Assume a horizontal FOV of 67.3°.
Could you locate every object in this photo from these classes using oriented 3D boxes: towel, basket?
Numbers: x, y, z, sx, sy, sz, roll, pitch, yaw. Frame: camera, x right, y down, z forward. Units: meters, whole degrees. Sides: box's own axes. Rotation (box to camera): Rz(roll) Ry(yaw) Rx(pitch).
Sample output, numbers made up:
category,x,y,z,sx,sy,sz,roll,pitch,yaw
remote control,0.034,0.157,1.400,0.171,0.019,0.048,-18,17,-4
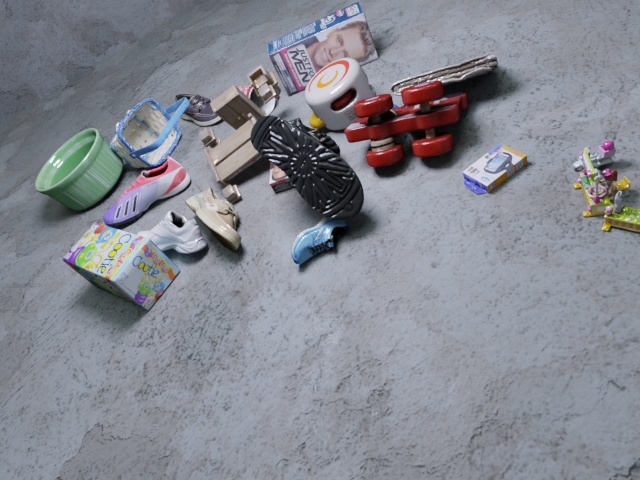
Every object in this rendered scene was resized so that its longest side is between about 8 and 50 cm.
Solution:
category,x,y,z,sx,sy,sz,roll,pitch,yaw
towel,0.345,-0.452,1.335,0.283,0.049,0.187,-10,12,22
basket,-0.613,-0.390,1.745,0.289,0.201,0.254,-10,45,35

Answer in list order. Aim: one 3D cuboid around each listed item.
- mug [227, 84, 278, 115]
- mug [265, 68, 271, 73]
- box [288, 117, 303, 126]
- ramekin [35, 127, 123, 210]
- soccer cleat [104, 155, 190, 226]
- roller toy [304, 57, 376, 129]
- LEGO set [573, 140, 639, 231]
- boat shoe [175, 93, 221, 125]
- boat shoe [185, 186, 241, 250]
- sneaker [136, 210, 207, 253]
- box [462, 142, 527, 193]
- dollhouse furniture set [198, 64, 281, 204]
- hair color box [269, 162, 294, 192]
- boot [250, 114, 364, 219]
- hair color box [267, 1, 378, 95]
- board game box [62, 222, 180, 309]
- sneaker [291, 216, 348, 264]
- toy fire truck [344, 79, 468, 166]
category,x,y,z,sx,sy,sz,roll,pitch,yaw
mug,-0.246,-0.507,1.747,0.169,0.150,0.113,19,98,44
mug,-0.219,-0.628,1.856,0.078,0.062,0.064,-15,37,7
box,-0.092,-0.336,1.511,0.084,0.062,0.052,-14,47,17
ramekin,-0.883,-0.256,1.787,0.304,0.148,0.303,-20,47,22
soccer cleat,-0.590,-0.161,1.582,0.318,0.116,0.108,-30,43,0
roller toy,0.062,-0.436,1.459,0.191,0.146,0.209,6,59,44
LEGO set,0.565,-0.094,0.892,0.132,0.107,0.287,-26,43,5
boat shoe,-0.476,-0.517,1.867,0.285,0.092,0.102,23,65,41
boat shoe,-0.284,-0.072,1.344,0.098,0.109,0.302,-41,38,-9
sneaker,-0.426,-0.030,1.361,0.232,0.115,0.090,1,20,22
box,0.396,-0.164,1.110,0.136,0.028,0.081,-36,43,-8
dollhouse furniture set,-0.195,-0.313,1.526,0.303,0.174,0.355,-34,63,14
hair color box,-0.108,-0.208,1.415,0.072,0.043,0.141,-17,45,14
boot,0.001,-0.192,1.249,0.348,0.260,0.131,46,105,11
hair color box,0.007,-0.663,1.679,0.348,0.173,0.105,-20,45,12
board game box,-0.553,0.067,1.330,0.276,0.144,0.142,12,58,37
sneaker,0.000,0.000,1.150,0.162,0.063,0.073,-42,47,-11
toy fire truck,0.229,-0.322,1.275,0.303,0.169,0.254,-8,22,25
